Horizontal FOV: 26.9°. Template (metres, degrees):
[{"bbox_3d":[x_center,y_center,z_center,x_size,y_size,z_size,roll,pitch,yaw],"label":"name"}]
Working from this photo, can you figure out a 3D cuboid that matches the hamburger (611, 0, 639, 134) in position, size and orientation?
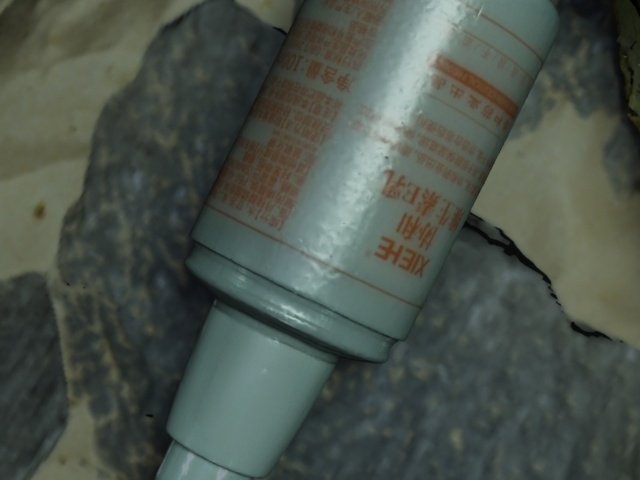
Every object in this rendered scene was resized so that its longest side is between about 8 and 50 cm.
[{"bbox_3d":[0.179,-0.082,0.520,0.131,0.124,0.262,-12,87,-10],"label":"hamburger"}]

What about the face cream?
[{"bbox_3d":[0.000,0.000,0.546,0.101,0.101,0.251,26,90,12],"label":"face cream"}]
